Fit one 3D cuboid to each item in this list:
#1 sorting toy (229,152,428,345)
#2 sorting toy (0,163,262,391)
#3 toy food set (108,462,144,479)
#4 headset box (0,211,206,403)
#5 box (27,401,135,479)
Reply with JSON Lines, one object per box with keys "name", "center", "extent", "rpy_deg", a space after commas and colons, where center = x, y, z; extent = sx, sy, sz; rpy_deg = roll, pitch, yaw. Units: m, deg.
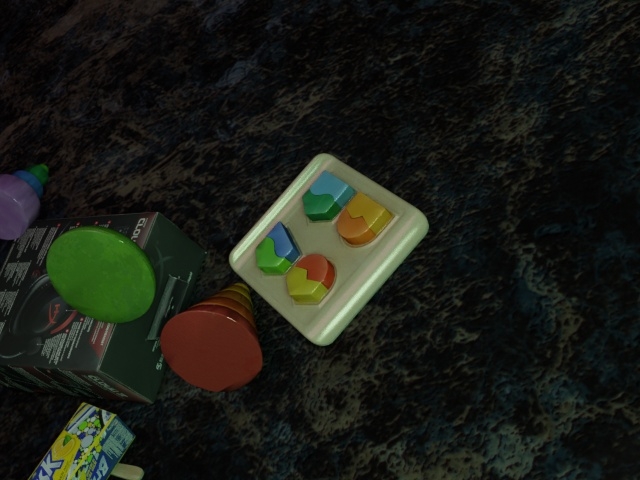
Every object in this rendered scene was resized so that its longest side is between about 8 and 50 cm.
{"name": "sorting toy", "center": [0.000, 0.000, 1.118], "extent": [0.193, 0.038, 0.208], "rpy_deg": [-49, 46, -4]}
{"name": "sorting toy", "center": [-0.210, 0.024, 1.090], "extent": [0.127, 0.365, 0.126], "rpy_deg": [-48, 11, 35]}
{"name": "toy food set", "center": [-0.278, 0.342, 1.083], "extent": [0.132, 0.038, 0.192], "rpy_deg": [5, 52, 31]}
{"name": "headset box", "center": [-0.295, 0.085, 1.215], "extent": [0.293, 0.110, 0.218], "rpy_deg": [-3, 59, 34]}
{"name": "box", "center": [-0.290, 0.275, 1.083], "extent": [0.059, 0.054, 0.169], "rpy_deg": [11, 55, 35]}
